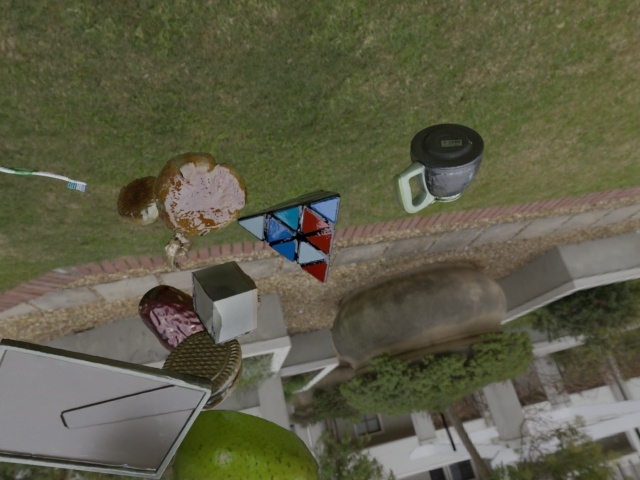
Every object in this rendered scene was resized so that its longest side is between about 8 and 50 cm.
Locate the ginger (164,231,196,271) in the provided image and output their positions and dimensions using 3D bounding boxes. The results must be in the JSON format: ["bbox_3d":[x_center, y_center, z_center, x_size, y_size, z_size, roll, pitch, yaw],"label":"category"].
[{"bbox_3d":[-0.542,-0.010,1.767,0.065,0.258,0.149,16,150,10],"label":"ginger"}]

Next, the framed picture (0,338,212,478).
[{"bbox_3d":[-0.298,0.231,0.574,0.260,0.023,0.189,22,108,-27],"label":"framed picture"}]

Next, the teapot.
[{"bbox_3d":[0.415,-0.223,1.524,0.240,0.321,0.239,17,144,25],"label":"teapot"}]

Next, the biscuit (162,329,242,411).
[{"bbox_3d":[-0.342,0.371,1.275,0.259,0.259,0.079,-15,128,2],"label":"biscuit"}]

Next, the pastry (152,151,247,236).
[{"bbox_3d":[-0.293,-0.104,1.063,0.229,0.100,0.218,-43,132,9],"label":"pastry"}]

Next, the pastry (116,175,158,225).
[{"bbox_3d":[-0.641,-0.141,1.604,0.193,0.182,0.093,-8,150,20],"label":"pastry"}]

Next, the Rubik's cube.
[{"bbox_3d":[0.000,0.000,1.129,0.284,0.234,0.250,-25,-167,-41],"label":"Rubik's cube"}]

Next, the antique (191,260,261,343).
[{"bbox_3d":[-0.242,0.158,1.155,0.148,0.147,0.151,-17,130,-31],"label":"antique"}]

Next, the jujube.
[{"bbox_3d":[-0.549,0.311,1.714,0.223,0.223,0.318,-24,124,23],"label":"jujube"}]

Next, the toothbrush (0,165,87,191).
[{"bbox_3d":[-0.737,-0.172,1.083,0.304,0.030,0.030,15,145,-40],"label":"toothbrush"}]

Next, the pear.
[{"bbox_3d":[-0.155,0.576,1.033,0.318,0.238,0.342,-9,115,4],"label":"pear"}]
